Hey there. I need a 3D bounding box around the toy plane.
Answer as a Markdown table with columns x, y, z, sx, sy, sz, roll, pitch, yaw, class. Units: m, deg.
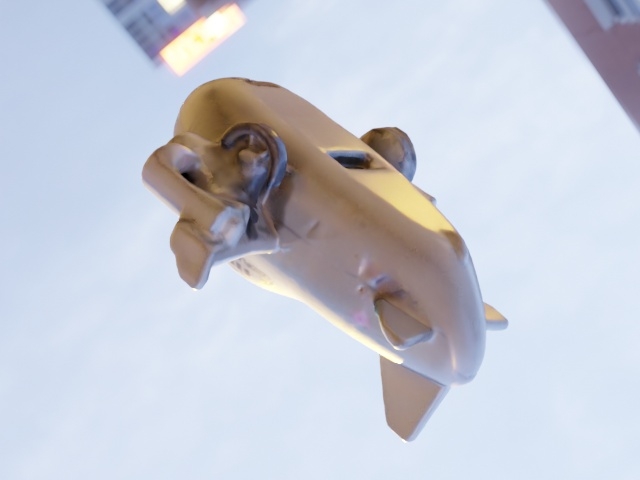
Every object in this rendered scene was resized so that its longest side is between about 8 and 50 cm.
| x | y | z | sx | sy | sz | roll | pitch | yaw | class |
| --- | --- | --- | --- | --- | --- | --- | --- | --- | --- |
| 0.003 | -0.005 | 0.943 | 0.122 | 0.267 | 0.267 | -56 | -163 | 23 | toy plane |
